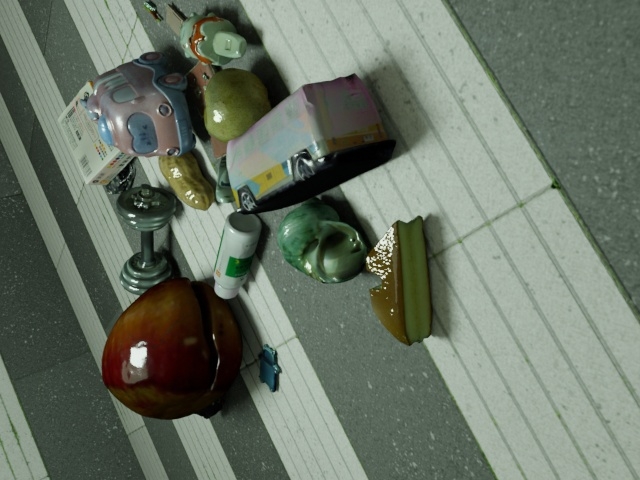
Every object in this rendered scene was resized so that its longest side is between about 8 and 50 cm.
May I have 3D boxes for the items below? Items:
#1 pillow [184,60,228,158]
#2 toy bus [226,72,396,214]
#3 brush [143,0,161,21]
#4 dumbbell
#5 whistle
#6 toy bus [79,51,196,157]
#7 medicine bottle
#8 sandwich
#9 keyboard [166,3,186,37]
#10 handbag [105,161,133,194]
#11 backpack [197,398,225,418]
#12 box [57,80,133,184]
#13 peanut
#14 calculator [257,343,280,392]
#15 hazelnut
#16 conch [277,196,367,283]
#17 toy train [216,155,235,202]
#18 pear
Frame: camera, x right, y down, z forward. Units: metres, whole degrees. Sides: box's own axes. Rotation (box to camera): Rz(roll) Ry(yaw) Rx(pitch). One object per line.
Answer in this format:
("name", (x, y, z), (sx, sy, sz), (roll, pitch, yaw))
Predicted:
("pillow", (-0.259, -0.319, 1.353), (0.126, 0.043, 0.232), (-20, 92, 53))
("toy bus", (-0.045, -0.172, 1.067), (0.386, 0.171, 0.162), (-20, 85, 54))
("brush", (-0.442, -0.606, 1.466), (0.083, 0.019, 0.021), (50, 129, 26))
("dumbbell", (-0.543, 0.005, 1.738), (0.179, 0.179, 0.406), (39, 134, 34))
("whistle", (-0.244, -0.444, 1.234), (0.253, 0.106, 0.101), (30, 145, 40))
("toy bus", (-0.460, -0.329, 1.404), (0.294, 0.232, 0.197), (49, 150, 36))
("medicine bottle", (-0.221, 0.044, 1.430), (0.095, 0.095, 0.260), (49, 137, 25))
("sandwich", (0.139, 0.071, 1.001), (0.088, 0.090, 0.244), (11, 114, 45))
("keyboard", (-0.338, -0.525, 1.379), (0.166, 0.017, 0.055), (49, 142, 25))
("handbag", (-0.679, -0.231, 1.902), (0.139, 0.072, 0.115), (-22, 83, 38))
("backpack", (-0.377, 0.512, 1.801), (0.120, 0.106, 0.165), (55, 169, 14))
("box", (-0.734, -0.351, 1.829), (0.221, 0.091, 0.274), (-32, 79, 29))
("peanut", (-0.363, -0.172, 1.505), (0.226, 0.095, 0.108), (54, 143, 19))
("calculator", (-0.143, 0.352, 1.536), (0.094, 0.019, 0.141), (30, 126, 39))
("hazelnut", (-0.431, 0.315, 1.582), (0.402, 0.402, 0.429), (59, 148, 14))
("conch", (0.002, 0.002, 1.117), (0.176, 0.122, 0.188), (-28, 85, 32))
("toy train", (-0.209, -0.142, 1.265), (0.234, 0.052, 0.051), (-105, 15, -67))
("pear", (-0.179, -0.283, 1.187), (0.167, 0.136, 0.167), (179, 90, -77))
